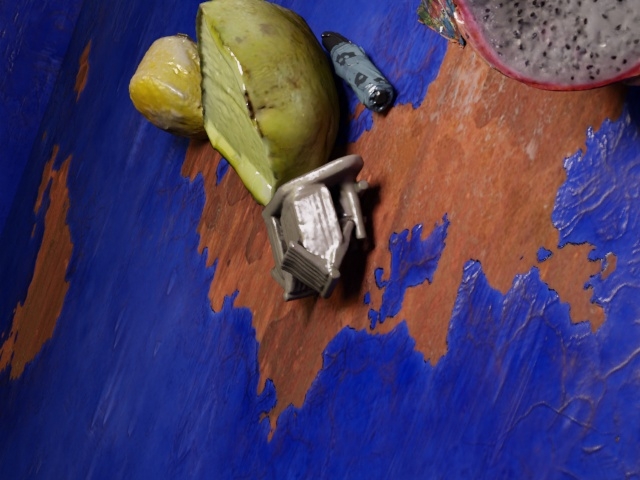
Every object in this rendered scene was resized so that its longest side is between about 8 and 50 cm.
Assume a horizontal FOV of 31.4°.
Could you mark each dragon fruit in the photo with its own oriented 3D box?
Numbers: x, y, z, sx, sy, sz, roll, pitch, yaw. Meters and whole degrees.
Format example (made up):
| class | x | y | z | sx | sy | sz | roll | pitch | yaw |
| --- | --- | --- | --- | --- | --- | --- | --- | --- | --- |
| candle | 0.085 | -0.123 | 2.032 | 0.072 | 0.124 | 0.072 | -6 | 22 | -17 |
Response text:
| class | x | y | z | sx | sy | sz | roll | pitch | yaw |
| --- | --- | --- | --- | --- | --- | --- | --- | --- | --- |
| dragon fruit | 0.277 | -0.308 | 1.178 | 0.291 | 0.290 | 0.189 | -51 | -1 | 34 |

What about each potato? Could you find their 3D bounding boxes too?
| class | x | y | z | sx | sy | sz | roll | pitch | yaw |
| --- | --- | --- | --- | --- | --- | --- | --- | --- | --- |
| potato | -0.049 | -0.211 | 1.798 | 0.280 | 0.212 | 0.330 | 59 | 163 | 26 |

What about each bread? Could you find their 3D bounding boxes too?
| class | x | y | z | sx | sy | sz | roll | pitch | yaw |
| --- | --- | --- | --- | --- | --- | --- | --- | --- | --- |
| bread | -0.279 | -0.300 | 2.275 | 0.197 | 0.197 | 0.171 | -14 | 51 | 59 |

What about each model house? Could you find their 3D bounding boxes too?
| class | x | y | z | sx | sy | sz | roll | pitch | yaw |
| --- | --- | --- | --- | --- | --- | --- | --- | --- | --- |
| model house | -0.007 | -0.005 | 1.660 | 0.229 | 0.122 | 0.188 | 134 | 133 | -64 |

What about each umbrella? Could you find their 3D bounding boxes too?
| class | x | y | z | sx | sy | sz | roll | pitch | yaw |
| --- | --- | --- | --- | --- | --- | --- | --- | --- | --- |
| umbrella | 0.054 | -0.267 | 1.771 | 0.250 | 0.052 | 0.053 | -122 | 21 | -56 |

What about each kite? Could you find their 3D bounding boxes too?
| class | x | y | z | sx | sy | sz | roll | pitch | yaw |
| --- | --- | --- | --- | --- | --- | --- | --- | --- | --- |
| kite | 0.161 | -0.351 | 1.574 | 0.232 | 0.009 | 0.189 | 103 | 145 | -71 |
